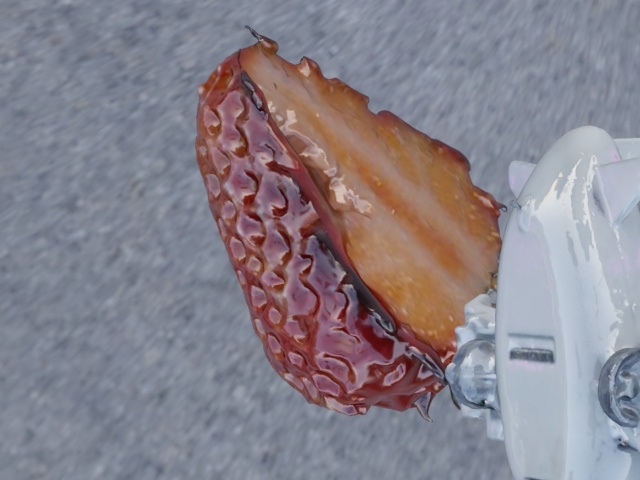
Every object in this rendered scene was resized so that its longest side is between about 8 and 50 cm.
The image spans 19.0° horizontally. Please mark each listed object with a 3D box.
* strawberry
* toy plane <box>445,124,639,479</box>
[{"bbox_3d":[0.005,0.015,1.414,0.280,0.253,0.150,30,129,-29],"label":"strawberry"},{"bbox_3d":[0.165,0.056,1.168,0.118,0.252,0.252,-1,109,-34],"label":"toy plane"}]
